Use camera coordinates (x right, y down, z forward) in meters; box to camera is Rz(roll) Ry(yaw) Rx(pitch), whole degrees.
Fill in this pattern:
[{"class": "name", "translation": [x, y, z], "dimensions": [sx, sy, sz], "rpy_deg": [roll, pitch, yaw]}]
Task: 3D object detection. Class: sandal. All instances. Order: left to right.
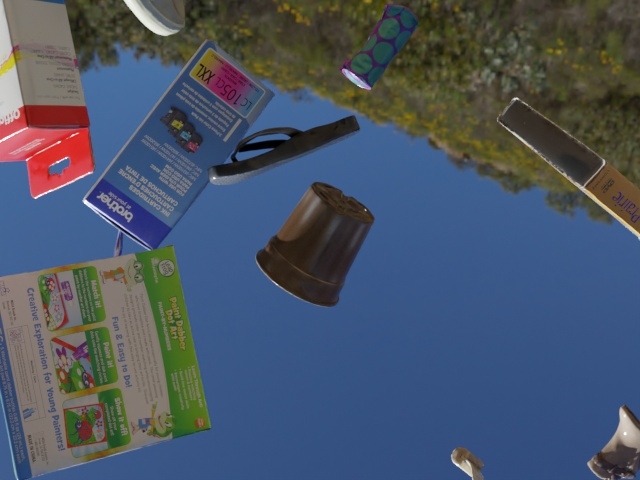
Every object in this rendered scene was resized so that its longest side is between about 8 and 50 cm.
[{"class": "sandal", "translation": [-0.061, -0.143, 1.303], "dimensions": [0.255, 0.054, 0.097], "rpy_deg": [-24, -179, -26]}]

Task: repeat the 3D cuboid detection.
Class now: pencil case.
[{"class": "pencil case", "translation": [0.102, -0.339, 1.509], "dimensions": [0.070, 0.151, 0.064], "rpy_deg": [34, -177, -23]}]

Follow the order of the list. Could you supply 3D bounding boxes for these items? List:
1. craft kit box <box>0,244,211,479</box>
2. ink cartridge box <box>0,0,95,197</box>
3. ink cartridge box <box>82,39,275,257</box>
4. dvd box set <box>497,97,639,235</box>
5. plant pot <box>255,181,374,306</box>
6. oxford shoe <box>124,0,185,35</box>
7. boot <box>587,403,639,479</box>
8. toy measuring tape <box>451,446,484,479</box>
[{"class": "craft kit box", "translation": [-0.285, 0.149, 1.106], "dimensions": [0.247, 0.249, 0.061], "rpy_deg": [-10, 176, -21]}, {"class": "ink cartridge box", "translation": [-0.330, -0.169, 0.941], "dimensions": [0.134, 0.231, 0.078], "rpy_deg": [-16, 175, 40]}, {"class": "ink cartridge box", "translation": [-0.265, -0.131, 1.508], "dimensions": [0.151, 0.395, 0.270], "rpy_deg": [39, 176, -9]}, {"class": "dvd box set", "translation": [0.535, -0.079, 1.575], "dimensions": [0.420, 0.062, 0.307], "rpy_deg": [31, -165, -31]}, {"class": "plant pot", "translation": [0.000, 0.000, 1.493], "dimensions": [0.167, 0.165, 0.167], "rpy_deg": [28, -162, -10]}, {"class": "oxford shoe", "translation": [-0.230, -0.466, 1.015], "dimensions": [0.130, 0.449, 0.169], "rpy_deg": [-14, -162, 7]}, {"class": "boot", "translation": [0.383, 0.268, 1.118], "dimensions": [0.087, 0.118, 0.042], "rpy_deg": [-36, -149, 9]}, {"class": "toy measuring tape", "translation": [0.142, 0.370, 0.879], "dimensions": [0.121, 0.121, 0.330], "rpy_deg": [2, -140, -7]}]
